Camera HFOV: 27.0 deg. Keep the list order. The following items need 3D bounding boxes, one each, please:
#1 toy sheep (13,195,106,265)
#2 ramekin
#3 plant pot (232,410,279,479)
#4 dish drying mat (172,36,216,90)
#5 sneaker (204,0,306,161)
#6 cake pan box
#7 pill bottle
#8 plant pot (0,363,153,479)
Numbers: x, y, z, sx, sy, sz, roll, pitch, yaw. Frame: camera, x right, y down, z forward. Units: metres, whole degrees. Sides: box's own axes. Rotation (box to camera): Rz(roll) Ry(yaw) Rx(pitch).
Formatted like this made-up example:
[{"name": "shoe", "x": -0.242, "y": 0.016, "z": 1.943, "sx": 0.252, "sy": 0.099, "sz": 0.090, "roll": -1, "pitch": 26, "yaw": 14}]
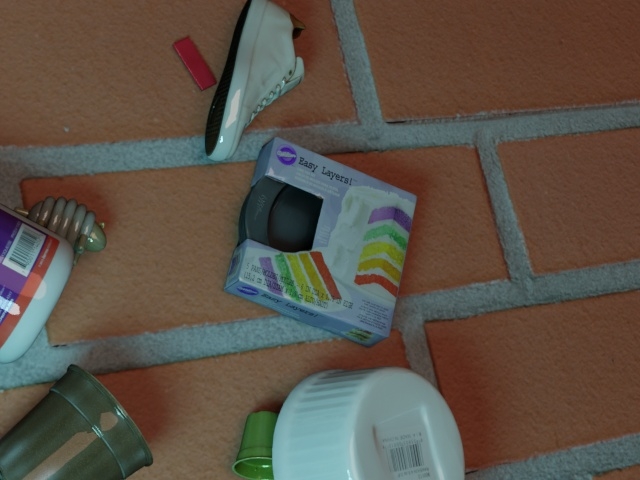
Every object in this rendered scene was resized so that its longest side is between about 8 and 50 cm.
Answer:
[{"name": "toy sheep", "x": -0.353, "y": -0.018, "z": 1.806, "sx": 0.132, "sy": 0.091, "sz": 0.091, "roll": 24, "pitch": 65, "yaw": -13}, {"name": "ramekin", "x": 0.077, "y": 0.305, "z": 1.845, "sx": 0.277, "sy": 0.135, "sz": 0.277, "roll": 19, "pitch": 63, "yaw": -42}, {"name": "plant pot", "x": -0.079, "y": 0.283, "z": 1.858, "sx": 0.083, "sy": 0.083, "sz": 0.079, "roll": 17, "pitch": 56, "yaw": -22}, {"name": "dish drying mat", "x": -0.190, "y": -0.266, "z": 2.013, "sx": 0.032, "sy": 0.008, "sz": 0.083, "roll": -32, "pitch": 89, "yaw": -32}, {"name": "sneaker", "x": -0.086, "y": -0.235, "z": 1.998, "sx": 0.123, "sy": 0.106, "sz": 0.290, "roll": 23, "pitch": 63, "yaw": -16}, {"name": "cake pan box", "x": 0.000, "y": 0.000, "z": 1.991, "sx": 0.266, "sy": 0.070, "sz": 0.246, "roll": 23, "pitch": 63, "yaw": -18}, {"name": "pill bottle", "x": -0.486, "y": 0.010, "z": 1.673, "sx": 0.323, "sy": 0.181, "sz": 0.182, "roll": 30, "pitch": 63, "yaw": -15}, {"name": "plant pot", "x": -0.328, "y": 0.273, "z": 1.690, "sx": 0.165, "sy": 0.167, "sz": 0.167, "roll": -40, "pitch": 94, "yaw": -23}]
